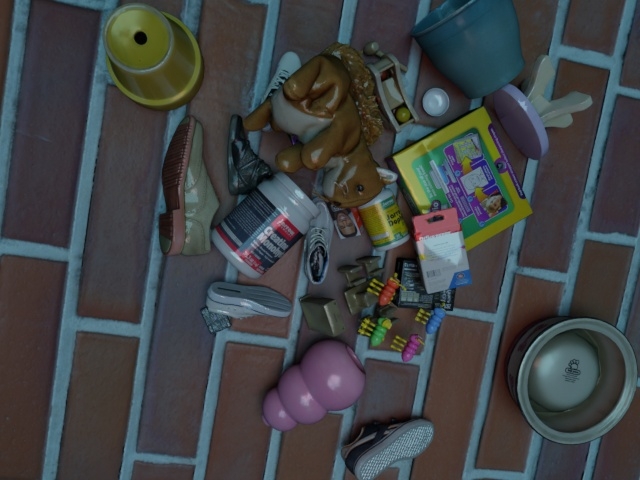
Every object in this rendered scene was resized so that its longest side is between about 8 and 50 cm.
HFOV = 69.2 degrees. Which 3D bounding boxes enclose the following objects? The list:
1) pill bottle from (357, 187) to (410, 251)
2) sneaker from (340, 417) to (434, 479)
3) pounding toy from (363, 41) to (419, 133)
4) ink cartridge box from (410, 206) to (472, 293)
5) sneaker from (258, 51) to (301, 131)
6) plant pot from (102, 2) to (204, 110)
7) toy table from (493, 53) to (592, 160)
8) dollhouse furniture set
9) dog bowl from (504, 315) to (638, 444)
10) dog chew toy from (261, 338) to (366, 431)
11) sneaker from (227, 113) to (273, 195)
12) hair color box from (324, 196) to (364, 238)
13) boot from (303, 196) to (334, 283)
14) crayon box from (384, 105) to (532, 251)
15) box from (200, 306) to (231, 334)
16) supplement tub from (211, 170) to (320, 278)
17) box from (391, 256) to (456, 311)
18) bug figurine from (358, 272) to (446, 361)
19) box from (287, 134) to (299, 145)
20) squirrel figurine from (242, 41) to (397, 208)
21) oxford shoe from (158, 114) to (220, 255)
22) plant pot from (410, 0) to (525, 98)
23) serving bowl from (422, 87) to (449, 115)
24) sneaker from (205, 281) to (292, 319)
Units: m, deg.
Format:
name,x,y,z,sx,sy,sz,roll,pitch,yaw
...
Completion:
name,x,y,z,sx,sy,sz,roll,pitch,yaw
pill bottle,0.178,-0.083,1.383,0.117,0.117,0.209,-24,98,-5
sneaker,0.210,0.630,1.463,0.320,0.127,0.126,-10,104,-31
pounding toy,0.216,-0.461,1.333,0.154,0.154,0.270,-30,99,-3
ink cartridge box,0.342,0.023,1.338,0.134,0.078,0.231,-13,101,4
sneaker,-0.113,-0.419,1.303,0.085,0.086,0.237,21,90,-5
plant pot,-0.441,-0.486,1.204,0.253,0.239,0.254,-1,95,-8
toy table,0.639,-0.389,1.365,0.161,0.252,0.274,-41,137,5
dollhouse furniture set,0.084,0.185,1.411,0.242,0.161,0.212,-22,99,-27
dog bowl,0.785,0.428,1.497,0.407,0.150,0.409,-1,95,-7
dog chew toy,-0.031,0.442,1.375,0.331,0.206,0.207,-35,99,6
sneaker,-0.204,-0.246,1.336,0.130,0.087,0.228,-3,99,-9
hair color box,0.071,-0.079,1.379,0.071,0.043,0.141,-13,113,28
boot,0.000,0.000,1.365,0.095,0.123,0.259,2,95,-8
crayon box,0.419,-0.166,1.413,0.313,0.106,0.363,-29,99,-2
box,-0.315,0.233,1.399,0.067,0.018,0.083,-24,98,-5
supplement tub,-0.152,-0.044,1.304,0.272,0.191,0.191,-44,99,1
box,0.324,0.136,1.443,0.180,0.077,0.148,4,95,-7
bug figurine,0.245,0.233,1.348,0.278,0.072,0.216,32,82,-21
box,-0.056,-0.357,1.372,0.116,0.029,0.162,-26,97,-3
squirrel figurine,0.061,-0.290,1.217,0.370,0.281,0.397,49,55,-15
oxford shoe,-0.364,-0.150,1.322,0.146,0.140,0.398,7,90,-39
plant pot,0.436,-0.556,1.312,0.271,0.271,0.255,-39,112,-2
serving bowl,0.348,-0.420,1.418,0.083,0.027,0.084,-1,96,-8
sneaker,-0.215,0.190,1.382,0.257,0.094,0.091,17,125,-16
